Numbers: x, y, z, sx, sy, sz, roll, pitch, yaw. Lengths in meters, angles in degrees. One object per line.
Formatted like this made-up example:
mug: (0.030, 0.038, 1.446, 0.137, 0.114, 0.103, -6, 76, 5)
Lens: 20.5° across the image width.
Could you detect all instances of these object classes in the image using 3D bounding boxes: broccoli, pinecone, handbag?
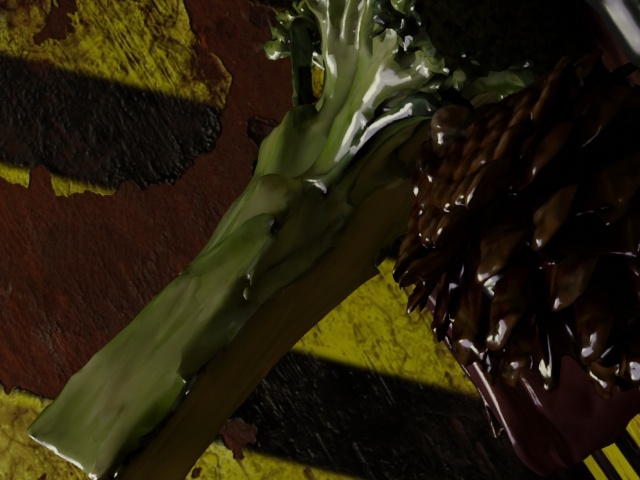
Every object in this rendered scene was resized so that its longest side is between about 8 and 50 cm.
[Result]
broccoli: (0.000, -0.003, 0.978, 0.221, 0.361, 0.252, 41, -163, 5)
pinecone: (0.118, -0.001, 0.803, 0.174, 0.173, 0.173, 59, 180, 0)
handbag: (0.170, 0.078, 1.473, 0.225, 0.135, 0.146, 58, -176, 18)

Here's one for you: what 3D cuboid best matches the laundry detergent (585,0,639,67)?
laundry detergent: (0.063, -0.158, 0.587, 0.226, 0.070, 0.099, 60, 174, 4)
